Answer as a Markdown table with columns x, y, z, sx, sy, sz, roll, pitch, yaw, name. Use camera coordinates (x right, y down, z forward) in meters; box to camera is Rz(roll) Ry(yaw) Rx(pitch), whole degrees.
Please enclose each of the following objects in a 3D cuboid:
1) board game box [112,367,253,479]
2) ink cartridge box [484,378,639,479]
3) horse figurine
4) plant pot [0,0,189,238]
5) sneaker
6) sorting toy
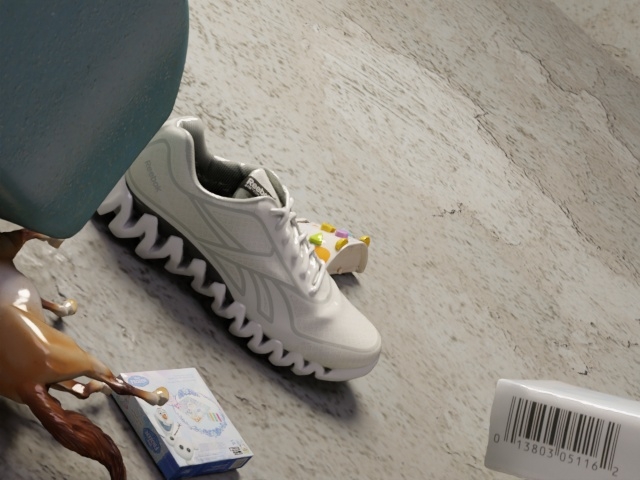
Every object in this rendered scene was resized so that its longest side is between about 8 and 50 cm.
| x | y | z | sx | sy | sz | roll | pitch | yaw | name |
| --- | --- | --- | --- | --- | --- | --- | --- | --- | --- |
| -0.106 | 0.139 | 1.350 | 0.090 | 0.020 | 0.090 | 1 | 48 | -54 | board game box |
| 0.375 | 0.201 | 1.653 | 0.308 | 0.091 | 0.385 | 12 | 4 | 32 | ink cartridge box |
| -0.213 | 0.061 | 1.269 | 0.174 | 0.066 | 0.263 | 16 | 33 | -53 | horse figurine |
| -0.240 | -0.141 | 1.281 | 0.248 | 0.247 | 0.252 | 18 | -29 | 34 | plant pot |
| -0.053 | 0.011 | 1.521 | 0.292 | 0.118 | 0.110 | 39 | 23 | -12 | sneaker |
| 0.000 | 0.000 | 1.713 | 0.075 | 0.045 | 0.083 | 32 | 19 | 26 | sorting toy |
